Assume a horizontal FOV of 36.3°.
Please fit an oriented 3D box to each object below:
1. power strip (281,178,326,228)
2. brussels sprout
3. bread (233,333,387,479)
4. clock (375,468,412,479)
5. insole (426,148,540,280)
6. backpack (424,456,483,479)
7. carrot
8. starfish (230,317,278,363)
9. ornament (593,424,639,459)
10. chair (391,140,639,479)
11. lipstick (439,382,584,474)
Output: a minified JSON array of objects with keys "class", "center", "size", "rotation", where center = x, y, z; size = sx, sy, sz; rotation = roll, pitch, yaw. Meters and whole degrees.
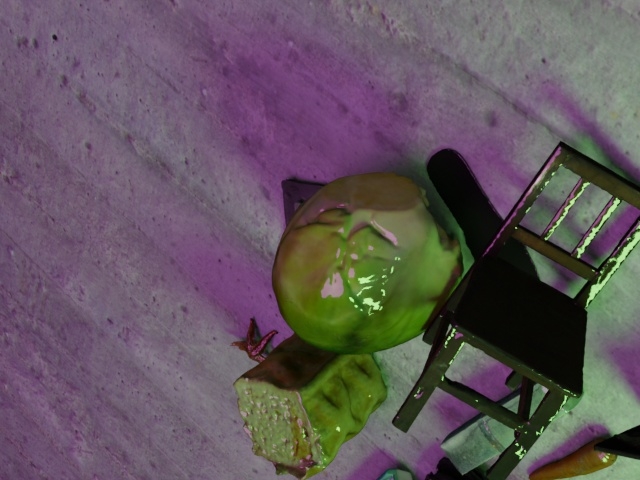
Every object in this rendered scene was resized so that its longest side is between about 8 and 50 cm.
[{"class":"power strip","center":[0.000,0.000,1.804],"size":[0.198,0.064,0.213],"rotation":[10,116,37]},{"class":"brussels sprout","center":[0.071,0.037,1.619],"size":[0.268,0.344,0.344],"rotation":[61,145,41]},{"class":"bread","center":[-0.020,0.290,1.839],"size":[0.196,0.252,0.239],"rotation":[-21,93,45]},{"class":"clock","center":[0.132,0.614,1.931],"size":[0.262,0.116,0.231],"rotation":[125,150,-43]},{"class":"insole","center":[0.271,-0.005,1.589],"size":[0.109,0.007,0.322],"rotation":[-32,87,45]},{"class":"backpack","center":[0.272,0.523,1.786],"size":[0.206,0.133,0.258],"rotation":[-21,90,55]},{"class":"carrot","center":[0.416,0.376,1.631],"size":[0.048,0.048,0.216],"rotation":[55,142,6]},{"class":"starfish","center":[-0.128,0.236,2.063],"size":[0.130,0.041,0.133],"rotation":[48,136,11]},{"class":"ornament","center":[0.500,0.201,1.400],"size":[0.153,0.166,0.196],"rotation":[4,100,50]},{"class":"chair","center":[0.296,0.109,1.398],"size":[0.203,0.241,0.416],"rotation":[30,127,2]},{"class":"lipstick","center":[0.320,0.304,1.653],"size":[0.076,0.077,0.290],"rotation":[52,135,10]}]
